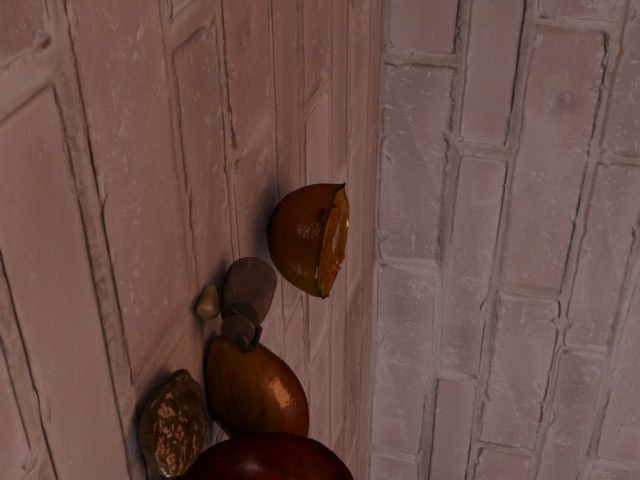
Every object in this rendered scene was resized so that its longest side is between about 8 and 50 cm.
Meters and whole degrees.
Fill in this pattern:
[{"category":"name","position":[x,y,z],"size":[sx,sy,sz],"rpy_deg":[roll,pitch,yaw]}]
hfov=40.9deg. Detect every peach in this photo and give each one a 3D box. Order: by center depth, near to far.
[{"category":"peach","position":[-0.091,0.541,1.609],"size":[0.339,0.353,0.416],"rpy_deg":[63,11,26]}]

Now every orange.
[{"category":"orange","position":[-0.001,-0.004,1.994],"size":[0.310,0.274,0.274],"rpy_deg":[176,-75,-68]}]

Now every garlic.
[{"category":"garlic","position":[-0.212,0.121,1.616],"size":[0.083,0.041,0.053],"rpy_deg":[-81,161,-55]}]

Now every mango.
[{"category":"mango","position":[-0.136,0.322,1.789],"size":[0.201,0.199,0.350],"rpy_deg":[-113,-175,-55]}]

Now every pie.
[{"category":"pie","position":[-0.254,0.307,1.467],"size":[0.193,0.078,0.163],"rpy_deg":[-61,148,-57]}]

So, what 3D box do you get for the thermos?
[{"category":"thermos","position":[-0.143,0.139,1.676],"size":[0.193,0.105,0.137],"rpy_deg":[-83,163,-60]}]
